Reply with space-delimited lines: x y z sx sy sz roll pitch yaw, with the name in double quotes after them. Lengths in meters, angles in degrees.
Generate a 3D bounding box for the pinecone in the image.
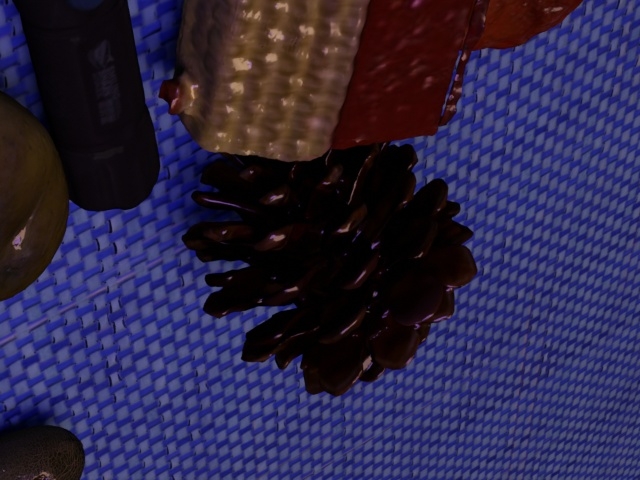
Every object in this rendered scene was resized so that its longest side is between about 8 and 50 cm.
-0.006 -0.002 1.391 0.264 0.264 0.264 -27 145 -21 "pinecone"

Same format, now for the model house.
-0.007 -0.179 1.247 0.254 0.160 0.196 -17 141 -31 "model house"

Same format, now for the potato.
-0.276 -0.036 1.154 0.169 0.143 0.248 -44 156 -3 "potato"

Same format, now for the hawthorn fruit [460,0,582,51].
0.160 -0.246 1.344 0.179 0.173 0.173 -48 147 8 "hawthorn fruit"

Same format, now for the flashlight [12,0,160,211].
-0.182 -0.171 1.129 0.103 0.103 0.424 -29 146 -19 "flashlight"

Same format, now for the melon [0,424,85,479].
-0.299 0.237 1.483 0.162 0.099 0.099 -36 147 -7 "melon"
